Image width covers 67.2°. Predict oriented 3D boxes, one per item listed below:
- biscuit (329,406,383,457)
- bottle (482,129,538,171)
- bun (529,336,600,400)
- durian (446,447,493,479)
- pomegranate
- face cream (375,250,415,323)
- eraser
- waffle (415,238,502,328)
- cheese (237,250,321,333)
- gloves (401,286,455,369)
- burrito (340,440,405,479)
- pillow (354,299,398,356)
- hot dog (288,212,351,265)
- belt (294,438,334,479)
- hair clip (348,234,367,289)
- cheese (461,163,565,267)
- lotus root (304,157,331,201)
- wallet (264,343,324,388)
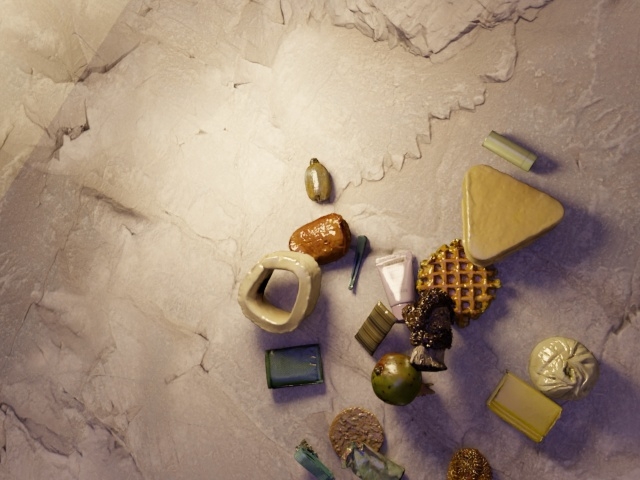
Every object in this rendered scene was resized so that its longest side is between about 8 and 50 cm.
[{"bbox_3d":[0.139,0.761,1.887,0.219,0.033,0.220,-1,86,13],"label":"biscuit"},{"bbox_3d":[0.730,-0.345,1.857,0.201,0.072,0.072,35,92,15],"label":"bottle"},{"bbox_3d":[0.857,0.453,1.691,0.229,0.145,0.230,-1,86,14],"label":"bun"},{"bbox_3d":[0.539,0.834,1.733,0.158,0.137,0.168,21,74,-4],"label":"durian"},{"bbox_3d":[0.313,0.520,1.797,0.245,0.198,0.199,8,85,6],"label":"pomegranate"},{"bbox_3d":[0.312,0.184,1.896,0.153,0.096,0.274,-17,68,21],"label":"face cream"},{"bbox_3d":[0.732,0.599,1.739,0.226,0.069,0.158,33,93,16],"label":"eraser"},{"bbox_3d":[0.517,0.164,1.850,0.302,0.068,0.325,44,93,15],"label":"waffle"},{"bbox_3d":[-0.158,0.194,1.930,0.292,0.153,0.333,30,106,11],"label":"cheese"},{"bbox_3d":[0.397,0.324,1.756,0.210,0.135,0.313,15,83,-18],"label":"gloves"},{"bbox_3d":[0.190,0.851,1.817,0.228,0.089,0.144,39,88,0],"label":"burrito"},{"bbox_3d":[0.216,0.343,1.884,0.113,0.038,0.204,46,119,30],"label":"pillow"},{"bbox_3d":[0.000,0.000,1.976,0.272,0.122,0.196,-25,77,26],"label":"hot dog"},{"bbox_3d":[-0.025,0.882,1.903,0.179,0.100,0.065,43,94,0],"label":"belt"},{"bbox_3d":[0.151,0.091,1.965,0.039,0.070,0.230,12,94,12],"label":"hair clip"},{"bbox_3d":[0.656,-0.067,1.792,0.383,0.104,0.385,-2,73,8],"label":"cheese"},{"bbox_3d":[-0.015,-0.257,2.028,0.113,0.088,0.192,-12,80,19],"label":"lotus root"},{"bbox_3d":[-0.108,0.516,1.972,0.235,0.055,0.161,-9,78,7],"label":"wallet"}]
